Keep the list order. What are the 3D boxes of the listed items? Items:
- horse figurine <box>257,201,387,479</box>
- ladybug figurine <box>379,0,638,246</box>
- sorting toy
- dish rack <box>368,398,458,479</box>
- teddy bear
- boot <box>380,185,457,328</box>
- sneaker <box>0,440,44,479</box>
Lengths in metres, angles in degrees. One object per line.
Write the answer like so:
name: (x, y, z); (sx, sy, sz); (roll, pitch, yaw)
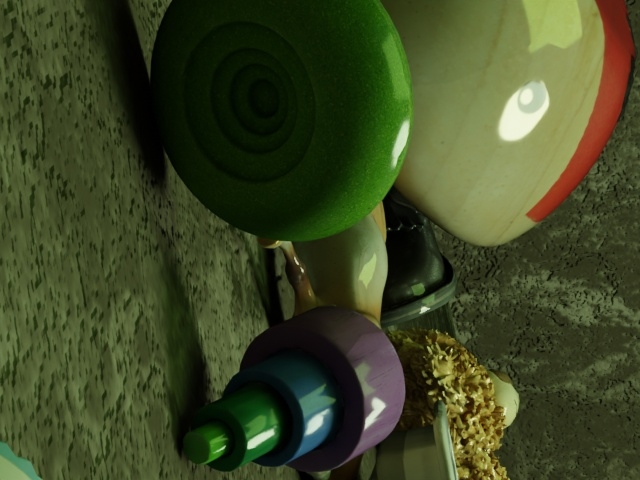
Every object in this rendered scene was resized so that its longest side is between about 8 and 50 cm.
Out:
horse figurine: (0.000, 0.000, 1.101); (0.174, 0.066, 0.263); (65, 15, -57)
ladybug figurine: (0.110, -0.163, 1.321); (0.305, 0.162, 0.449); (64, 15, -12)
sorting toy: (-0.051, -0.074, 0.778); (0.126, 0.127, 0.365); (-22, 105, -54)
dish rack: (0.073, 0.270, 1.201); (0.285, 0.072, 0.333); (31, 48, -87)
teddy bear: (0.117, 0.231, 1.534); (0.245, 0.113, 0.338); (65, 15, -74)
boot: (0.011, -0.080, 1.333); (0.263, 0.091, 0.229); (-97, 168, -64)
sneaker: (-0.056, 0.142, 0.330); (0.092, 0.087, 0.229); (-78, 150, -57)
